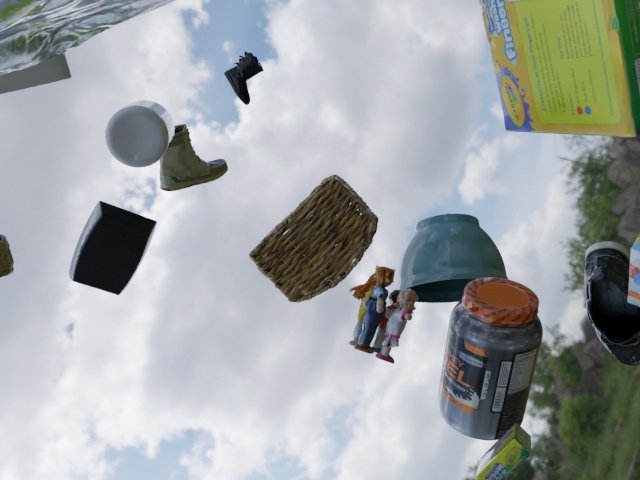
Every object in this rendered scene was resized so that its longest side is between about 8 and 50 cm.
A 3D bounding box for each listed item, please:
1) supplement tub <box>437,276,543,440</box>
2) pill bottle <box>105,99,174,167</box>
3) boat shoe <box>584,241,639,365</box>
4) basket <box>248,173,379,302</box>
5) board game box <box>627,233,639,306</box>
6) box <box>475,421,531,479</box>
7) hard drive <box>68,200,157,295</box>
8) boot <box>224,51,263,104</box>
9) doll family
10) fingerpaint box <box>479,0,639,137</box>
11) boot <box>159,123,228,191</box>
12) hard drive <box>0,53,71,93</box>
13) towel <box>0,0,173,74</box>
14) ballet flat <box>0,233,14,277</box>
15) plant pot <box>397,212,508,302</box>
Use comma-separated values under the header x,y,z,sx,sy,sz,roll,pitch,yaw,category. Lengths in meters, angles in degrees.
x,y,z,sx,sy,sz,roll,pitch,yaw,category
0.363,0.251,1.422,0.194,0.194,0.315,-32,-48,-50,supplement tub
-0.355,-0.218,1.322,0.215,0.117,0.117,-118,39,-72,pill bottle
0.633,0.165,1.407,0.113,0.127,0.340,-60,-43,-44,boat shoe
0.000,0.000,1.677,0.299,0.213,0.223,-44,3,7,basket
0.530,-0.030,0.852,0.275,0.144,0.142,-52,-37,-16,board game box
0.332,0.395,1.200,0.105,0.043,0.179,-48,-14,8,box
-0.549,0.030,1.735,0.254,0.172,0.054,-57,24,27,hard drive
-0.200,-0.448,1.820,0.099,0.121,0.045,-33,-5,15,boot
0.107,0.132,1.267,0.263,0.118,0.163,94,-165,-85,doll family
0.459,-0.427,1.196,0.163,0.371,0.444,-21,-74,-14,fingerpaint box
-0.349,-0.236,1.799,0.213,0.077,0.165,-23,-60,-36,boot
-0.479,-0.347,0.876,0.203,0.040,0.307,-20,-60,-21,hard drive
-0.267,-0.285,0.736,0.090,0.375,0.320,65,-160,-15,towel
-0.701,0.099,1.185,0.348,0.123,0.123,-42,-39,-49,ballet flat
0.347,0.044,1.780,0.293,0.293,0.196,33,-130,-62,plant pot
